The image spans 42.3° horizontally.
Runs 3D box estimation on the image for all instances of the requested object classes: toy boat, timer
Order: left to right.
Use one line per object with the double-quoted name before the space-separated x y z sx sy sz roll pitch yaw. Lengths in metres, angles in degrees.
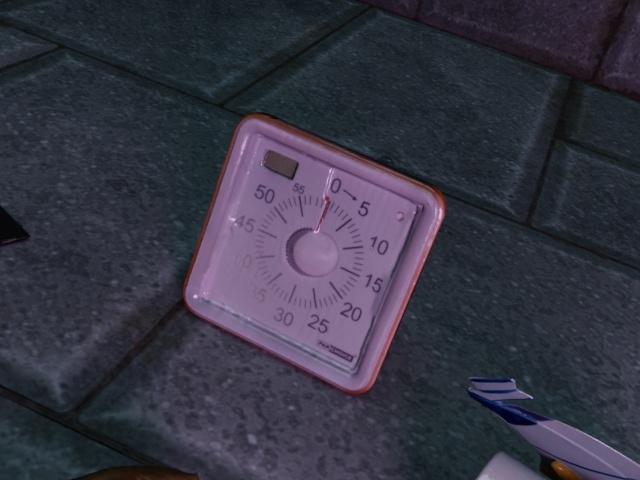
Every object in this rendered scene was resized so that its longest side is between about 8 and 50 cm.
"timer" 0.000 0.000 0.970 0.257 0.250 0.161 25 32 15
"toy boat" 0.250 0.204 0.765 0.291 0.220 0.067 44 67 -12

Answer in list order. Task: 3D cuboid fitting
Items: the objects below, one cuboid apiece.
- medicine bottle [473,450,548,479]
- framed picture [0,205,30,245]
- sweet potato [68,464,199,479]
"medicine bottle" 0.228 0.294 0.714 0.237 0.139 0.139 32 34 24
"framed picture" -0.567 -0.062 1.040 0.338 0.014 0.255 37 36 30
"sweet potato" -0.254 0.257 0.593 0.385 0.109 0.109 -15 43 -32
